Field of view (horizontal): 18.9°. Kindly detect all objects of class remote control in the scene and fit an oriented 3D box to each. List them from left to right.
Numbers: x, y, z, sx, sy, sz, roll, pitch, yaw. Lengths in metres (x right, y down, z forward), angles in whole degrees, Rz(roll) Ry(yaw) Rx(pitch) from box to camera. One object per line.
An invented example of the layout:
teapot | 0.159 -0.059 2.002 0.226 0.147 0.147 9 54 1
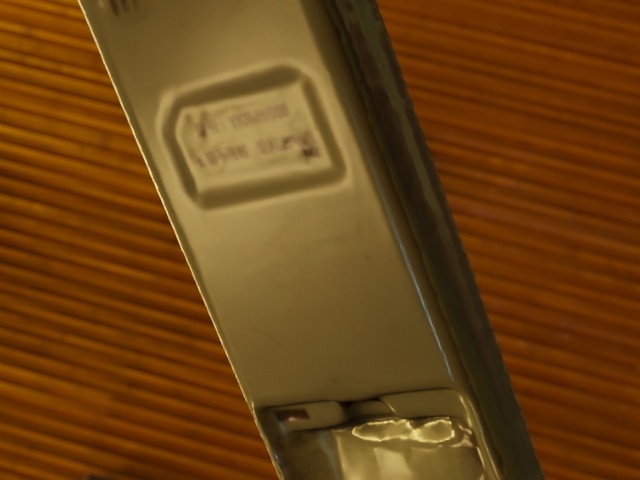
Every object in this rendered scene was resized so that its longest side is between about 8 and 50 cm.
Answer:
remote control | 0.000 0.000 0.775 0.038 0.123 0.285 -40 -68 -49
